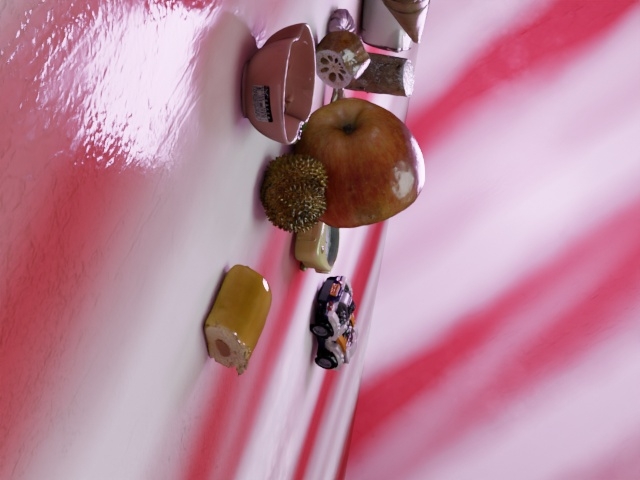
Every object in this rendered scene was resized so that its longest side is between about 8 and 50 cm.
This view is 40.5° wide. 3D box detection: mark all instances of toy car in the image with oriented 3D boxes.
[{"bbox_3d":[0.044,0.238,2.510,0.301,0.118,0.193,87,19,-46],"label":"toy car"}]

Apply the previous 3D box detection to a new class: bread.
[{"bbox_3d":[-0.140,0.134,1.531,0.134,0.085,0.173,87,17,-51],"label":"bread"}]

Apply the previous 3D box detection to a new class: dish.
[{"bbox_3d":[-0.077,-0.267,1.490,0.213,0.090,0.213,8,90,-78],"label":"dish"}]

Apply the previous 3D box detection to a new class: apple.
[{"bbox_3d":[0.071,-0.171,1.845,0.277,0.309,0.250,-26,111,-30],"label":"apple"}]

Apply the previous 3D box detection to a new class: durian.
[{"bbox_3d":[-0.052,-0.093,1.687,0.168,0.137,0.158,-8,89,-65],"label":"durian"}]

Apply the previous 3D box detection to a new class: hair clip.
[{"bbox_3d":[0.051,-0.398,2.076,0.173,0.069,0.300,-49,147,-69],"label":"hair clip"}]

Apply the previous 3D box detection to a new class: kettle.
[{"bbox_3d":[0.192,-0.657,2.383,0.240,0.165,0.255,-123,-144,-62],"label":"kettle"}]

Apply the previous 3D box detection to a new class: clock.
[{"bbox_3d":[0.000,0.000,2.119,0.232,0.069,0.170,58,37,-65],"label":"clock"}]

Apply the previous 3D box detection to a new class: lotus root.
[{"bbox_3d":[0.039,-0.395,1.918,0.122,0.112,0.081,55,46,-29],"label":"lotus root"}]

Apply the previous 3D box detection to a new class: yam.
[{"bbox_3d":[0.141,-0.422,2.195,0.107,0.194,0.107,10,90,-82],"label":"yam"}]

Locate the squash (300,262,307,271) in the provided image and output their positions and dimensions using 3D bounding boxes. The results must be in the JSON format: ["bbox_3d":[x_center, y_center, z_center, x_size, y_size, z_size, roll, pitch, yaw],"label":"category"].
[{"bbox_3d":[-0.030,0.050,2.181,0.089,0.027,0.027,-55,153,-58],"label":"squash"}]

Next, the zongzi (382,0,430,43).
[{"bbox_3d":[0.192,-0.771,1.934,0.467,0.218,0.500,62,40,-58],"label":"zongzi"}]
